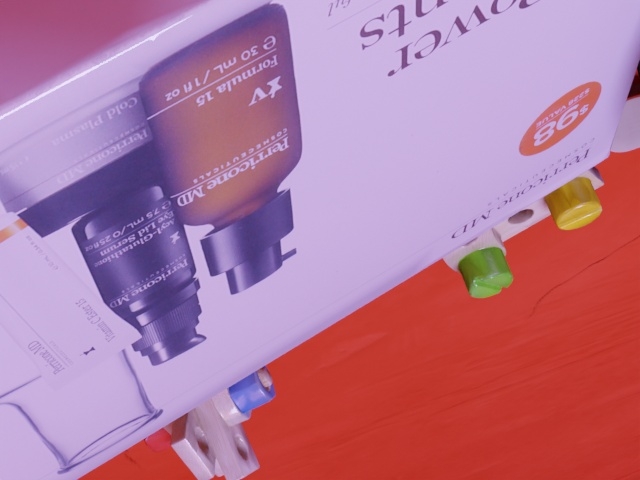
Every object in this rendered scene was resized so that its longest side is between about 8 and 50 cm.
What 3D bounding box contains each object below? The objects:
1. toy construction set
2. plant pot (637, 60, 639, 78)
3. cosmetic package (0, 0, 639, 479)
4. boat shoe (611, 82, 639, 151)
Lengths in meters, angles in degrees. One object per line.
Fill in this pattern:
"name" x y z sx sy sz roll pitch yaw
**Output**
"toy construction set" 0.000 0.000 0.778 0.328 0.151 0.215 -38 150 6
"plant pot" 0.261 -0.163 0.607 0.293 0.196 0.293 -17 153 -9
"cosmetic package" -0.038 -0.043 0.509 0.377 0.097 0.284 -31 159 -12
"boat shoe" 0.233 -0.088 0.885 0.137 0.049 0.043 -15 -167 -18
